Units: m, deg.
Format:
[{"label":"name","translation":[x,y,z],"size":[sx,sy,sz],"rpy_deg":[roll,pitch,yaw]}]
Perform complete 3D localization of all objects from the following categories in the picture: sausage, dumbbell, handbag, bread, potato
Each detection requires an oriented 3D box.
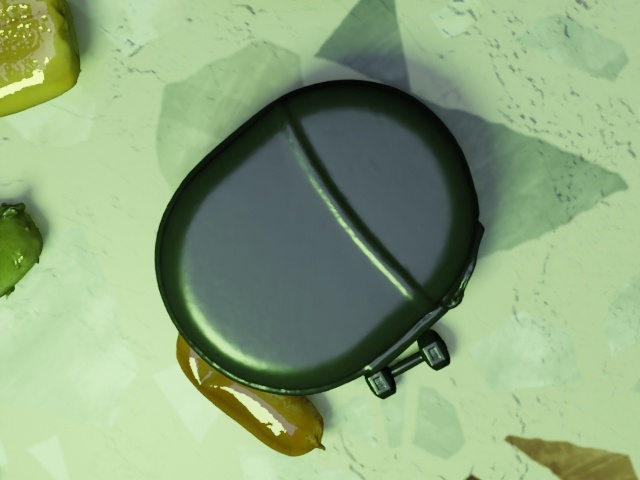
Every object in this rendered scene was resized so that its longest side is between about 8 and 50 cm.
[{"label":"sausage","translation":[-0.069,0.146,1.168],"size":[0.183,0.054,0.062],"rpy_deg":[36,68,1]},{"label":"dumbbell","translation":[0.082,0.118,1.162],"size":[0.083,0.040,0.036],"rpy_deg":[-29,65,7]},{"label":"handbag","translation":[0.000,0.000,1.105],"size":[0.308,0.093,0.253],"rpy_deg":[-40,90,1]},{"label":"bread","translation":[-0.304,-0.179,1.121],"size":[0.173,0.085,0.134],"rpy_deg":[-17,99,7]},{"label":"potato","translation":[-0.373,0.026,1.154],"size":[0.226,0.090,0.117],"rpy_deg":[-15,91,-1]}]
